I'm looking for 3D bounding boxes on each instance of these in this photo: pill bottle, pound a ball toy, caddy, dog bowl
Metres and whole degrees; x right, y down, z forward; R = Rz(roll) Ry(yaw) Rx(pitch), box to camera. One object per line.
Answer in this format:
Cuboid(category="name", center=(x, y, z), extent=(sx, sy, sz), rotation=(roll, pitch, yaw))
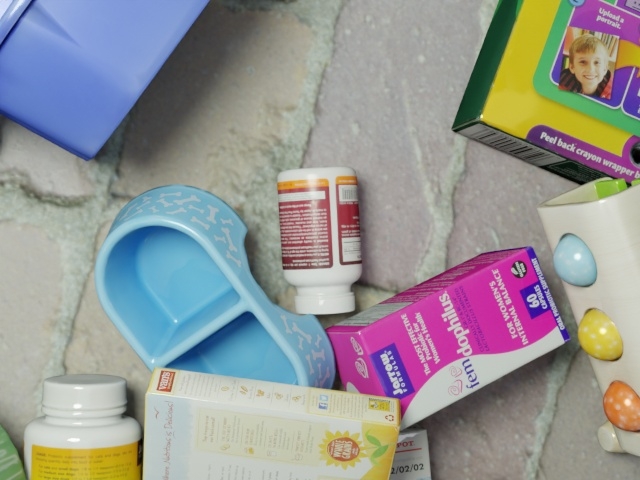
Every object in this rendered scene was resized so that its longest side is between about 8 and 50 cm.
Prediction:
Cuboid(category="pill bottle", center=(0.000, 0.000, 1.098), extent=(0.086, 0.086, 0.152), rotation=(-3, 91, -10))
Cuboid(category="pill bottle", center=(-0.239, 0.246, 1.041), extent=(0.117, 0.117, 0.215), rotation=(2, 90, -10))
Cuboid(category="pound a ball toy", center=(0.311, 0.100, 1.078), extent=(0.136, 0.208, 0.319), rotation=(-22, 97, -20))
Cuboid(category="caddy", center=(-0.212, -0.236, 0.984), extent=(0.179, 0.241, 0.341), rotation=(36, 84, -13))
Cuboid(category="dog bowl", center=(-0.111, 0.085, 1.053), extent=(0.166, 0.074, 0.297), rotation=(-35, 97, 18))

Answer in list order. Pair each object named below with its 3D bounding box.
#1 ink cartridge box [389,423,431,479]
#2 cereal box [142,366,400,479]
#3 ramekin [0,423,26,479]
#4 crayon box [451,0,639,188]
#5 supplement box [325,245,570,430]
Cuboid(category="ink cartridge box", center=(0.063, 0.257, 1.122), extent=(0.104, 0.061, 0.181), rotation=(-6, 91, -10))
Cuboid(category="cereal box", center=(-0.053, 0.214, 1.014), extent=(0.240, 0.047, 0.173), rotation=(9, 124, 0))
Cuboid(category="ramekin", center=(-0.421, 0.260, 0.954), extent=(0.303, 0.148, 0.303), rotation=(0, 92, 11))
Cuboid(category="crayon box", center=(0.372, -0.204, 1.153), extent=(0.363, 0.106, 0.313), rotation=(22, 85, -9))
Cuboid(category="supplement box", center=(0.130, 0.100, 1.089), extent=(0.220, 0.114, 0.111), rotation=(-25, 94, -19))
